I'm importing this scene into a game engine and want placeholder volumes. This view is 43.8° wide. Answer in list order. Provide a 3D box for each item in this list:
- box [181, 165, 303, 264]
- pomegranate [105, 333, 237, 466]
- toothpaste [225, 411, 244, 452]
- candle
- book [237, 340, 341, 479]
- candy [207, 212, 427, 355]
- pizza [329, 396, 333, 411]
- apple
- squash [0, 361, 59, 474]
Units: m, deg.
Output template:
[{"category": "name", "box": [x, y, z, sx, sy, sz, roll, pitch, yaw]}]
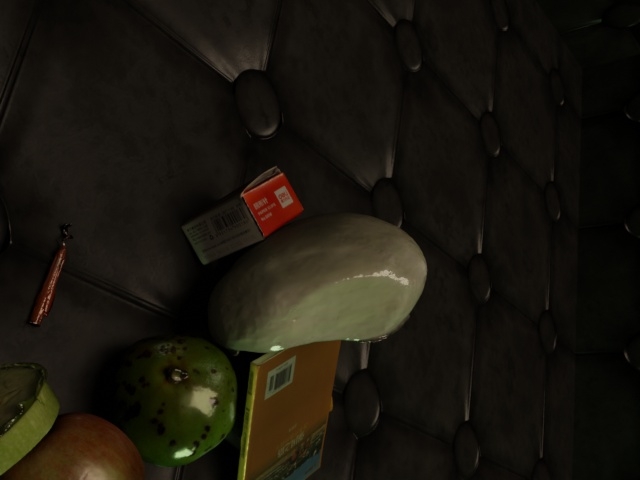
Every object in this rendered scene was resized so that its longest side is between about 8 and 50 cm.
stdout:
[{"category": "box", "box": [-0.142, -0.043, 1.431, 0.133, 0.182, 0.099, -38, 101, -47]}, {"category": "pomegranate", "box": [-0.235, 0.263, 1.264, 0.263, 0.211, 0.211, 103, 11, -51]}, {"category": "toothpaste", "box": [-0.152, 0.346, 1.452, 0.268, 0.047, 0.069, 50, 28, -37]}, {"category": "candle", "box": [-0.404, 0.051, 1.207, 0.026, 0.021, 0.167, 24, 63, -25]}, {"category": "book", "box": [-0.057, 0.329, 1.455, 0.263, 0.028, 0.373, -26, 132, -52]}, {"category": "candy", "box": [-0.010, 0.053, 1.428, 0.427, 0.386, 0.186, -92, 170, -76]}, {"category": "pizza", "box": [-0.039, 0.299, 1.608, 0.134, 0.046, 0.175, -44, 117, -48]}, {"category": "apple", "box": [-0.341, 0.330, 1.093, 0.173, 0.188, 0.188, 59, 42, -19]}, {"category": "squash", "box": [-0.413, 0.256, 0.989, 0.133, 0.220, 0.220, 59, 42, -20]}]
